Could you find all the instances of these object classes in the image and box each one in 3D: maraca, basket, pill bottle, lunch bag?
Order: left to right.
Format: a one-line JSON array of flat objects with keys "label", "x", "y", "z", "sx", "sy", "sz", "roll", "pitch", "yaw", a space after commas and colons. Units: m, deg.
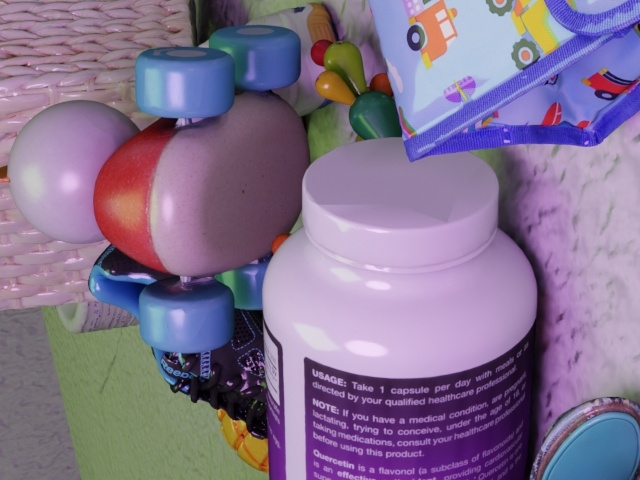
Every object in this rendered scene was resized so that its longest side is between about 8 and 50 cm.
[{"label": "basket", "x": -0.283, "y": -0.126, "z": 1.650, "sx": 0.328, "sy": 0.331, "sz": 0.266, "roll": 92, "pitch": 171, "yaw": -45}, {"label": "maraca", "x": -0.028, "y": 0.176, "z": 1.536, "sx": 0.185, "sy": 0.099, "sz": 0.127, "roll": 25, "pitch": 130, "yaw": 37}, {"label": "pill bottle", "x": 0.053, "y": 0.101, "z": 1.084, "sx": 0.181, "sy": 0.181, "sz": 0.323, "roll": -127, "pitch": 31, "yaw": -54}, {"label": "lunch bag", "x": 0.137, "y": -0.195, "z": 0.776, "sx": 0.293, "sy": 0.138, "sz": 0.221, "roll": -37, "pitch": 64, "yaw": 57}]

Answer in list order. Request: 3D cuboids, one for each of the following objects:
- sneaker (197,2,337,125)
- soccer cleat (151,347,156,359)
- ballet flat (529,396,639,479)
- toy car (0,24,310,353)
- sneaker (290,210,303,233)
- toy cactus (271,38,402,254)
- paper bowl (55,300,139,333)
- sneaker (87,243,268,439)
[{"label": "sneaker", "x": -0.079, "y": -0.129, "z": 1.435, "sx": 0.296, "sy": 0.131, "sz": 0.112, "roll": 125, "pitch": 129, "yaw": -69}, {"label": "soccer cleat", "x": -0.194, "y": 0.121, "z": 2.087, "sx": 0.179, "sy": 0.060, "sz": 0.072, "roll": -113, "pitch": 10, "yaw": -51}, {"label": "ballet flat", "x": 0.156, "y": 0.149, "z": 0.997, "sx": 0.070, "sy": 0.070, "sz": 0.188, "roll": -119, "pitch": 28, "yaw": -44}, {"label": "toy car", "x": -0.149, "y": -0.055, "z": 1.255, "sx": 0.238, "sy": 0.210, "sz": 0.219, "roll": 9, "pitch": 109, "yaw": 25}, {"label": "sneaker", "x": 0.000, "y": 0.000, "z": 1.371, "sx": 0.258, "sy": 0.094, "sz": 0.091, "roll": 56, "pitch": 134, "yaw": 42}, {"label": "toy cactus", "x": 0.041, "y": -0.045, "z": 1.190, "sx": 0.180, "sy": 0.112, "sz": 0.219, "roll": 2, "pitch": 94, "yaw": 62}, {"label": "paper bowl", "x": -0.266, "y": -0.030, "z": 2.035, "sx": 0.284, "sy": 0.148, "sz": 0.284, "roll": 173, "pitch": 90, "yaw": -71}, {"label": "sneaker", "x": -0.066, "y": 0.119, "z": 1.407, "sx": 0.341, "sy": 0.139, "sz": 0.125, "roll": 47, "pitch": 138, "yaw": 15}]
